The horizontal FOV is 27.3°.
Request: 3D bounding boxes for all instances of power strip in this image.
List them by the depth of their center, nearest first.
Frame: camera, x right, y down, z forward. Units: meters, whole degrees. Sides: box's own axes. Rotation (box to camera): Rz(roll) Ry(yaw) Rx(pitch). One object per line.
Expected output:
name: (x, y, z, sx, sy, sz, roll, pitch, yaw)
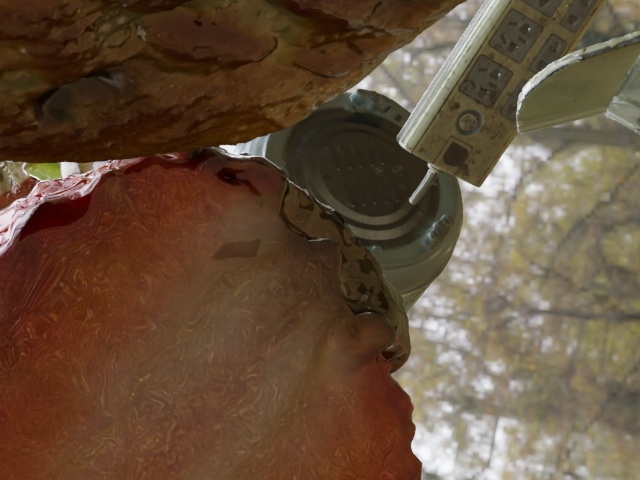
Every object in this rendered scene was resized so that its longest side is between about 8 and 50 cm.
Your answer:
power strip: (0.152, -0.142, 1.154, 0.092, 0.034, 0.268, 26, -74, -25)

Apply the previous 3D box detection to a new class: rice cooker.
rice cooker: (0.000, 0.000, 1.421, 0.316, 0.264, 0.316, -54, -3, -4)

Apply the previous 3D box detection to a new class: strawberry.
strawberry: (-0.107, 0.107, 0.679, 0.265, 0.149, 0.336, 44, -105, -21)

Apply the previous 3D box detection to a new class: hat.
hat: (0.173, -0.080, 0.634, 0.122, 0.166, 0.081, -16, -91, -74)

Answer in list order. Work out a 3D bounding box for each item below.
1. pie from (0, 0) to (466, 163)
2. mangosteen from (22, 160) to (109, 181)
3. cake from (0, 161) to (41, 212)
pie: (-0.060, -0.102, 0.437, 0.315, 0.315, 0.092, 8, -117, -58)
mangosteen: (-0.183, -0.048, 1.217, 0.156, 0.182, 0.145, 79, 178, -47)
cake: (-0.396, -0.073, 1.604, 0.086, 0.220, 0.117, 59, -176, 0)
